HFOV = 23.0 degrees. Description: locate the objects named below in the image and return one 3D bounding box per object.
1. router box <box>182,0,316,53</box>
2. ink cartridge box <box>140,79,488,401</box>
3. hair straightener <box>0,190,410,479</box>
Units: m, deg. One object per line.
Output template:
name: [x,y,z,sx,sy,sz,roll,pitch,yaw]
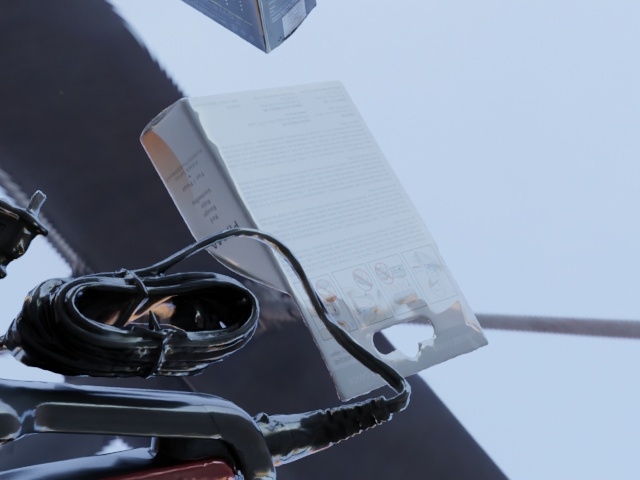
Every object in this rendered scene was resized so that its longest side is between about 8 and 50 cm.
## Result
router box: [-0.061,-0.149,0.699,0.122,0.092,0.038,34,-112,22]
ink cartridge box: [0.000,0.000,0.856,0.045,0.145,0.179,-35,-102,36]
hair straightener: [-0.065,0.033,0.396,0.230,0.047,0.089,-1,-78,-38]
